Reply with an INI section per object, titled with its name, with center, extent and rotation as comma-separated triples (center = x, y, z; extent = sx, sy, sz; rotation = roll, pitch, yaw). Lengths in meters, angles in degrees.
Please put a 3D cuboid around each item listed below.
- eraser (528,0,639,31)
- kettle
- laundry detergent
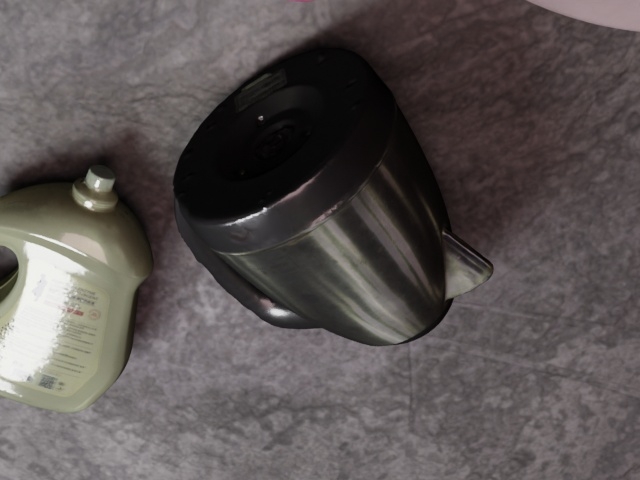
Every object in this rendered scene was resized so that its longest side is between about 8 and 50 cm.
[eraser]
center = 0.258, -0.254, 1.001
extent = 0.243, 0.059, 0.204
rotation = -11, 121, -2
[kettle]
center = 0.010, 0.004, 1.064
extent = 0.251, 0.207, 0.271
rotation = -35, 125, 9
[laundry detergent]
center = -0.250, 0.038, 1.126
extent = 0.181, 0.091, 0.253
rotation = 21, 118, -9
